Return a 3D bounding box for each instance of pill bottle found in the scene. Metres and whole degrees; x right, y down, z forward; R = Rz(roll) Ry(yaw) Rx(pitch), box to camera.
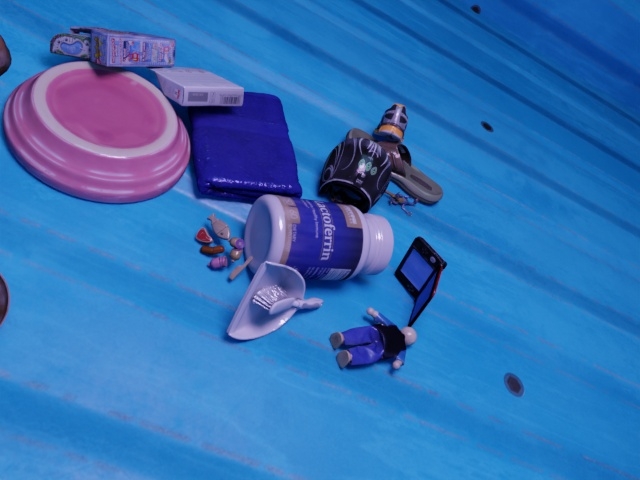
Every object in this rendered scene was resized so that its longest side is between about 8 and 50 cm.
[{"bbox_3d":[0.000,0.000,1.011,0.264,0.153,0.153,5,53,-30],"label":"pill bottle"}]

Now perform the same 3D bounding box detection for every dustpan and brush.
[{"bbox_3d":[-0.059,0.108,0.929,0.060,0.147,0.211,32,13,21],"label":"dustpan and brush"}]

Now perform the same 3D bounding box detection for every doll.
[{"bbox_3d":[0.111,0.189,1.003,0.189,0.046,0.129,-1,57,-33],"label":"doll"}]

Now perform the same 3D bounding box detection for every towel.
[{"bbox_3d":[-0.171,-0.208,1.138,0.227,0.076,0.308,3,52,-25],"label":"towel"}]

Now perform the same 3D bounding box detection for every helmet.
[{"bbox_3d":[0.084,-0.155,1.199,0.169,0.169,0.161,30,61,-8],"label":"helmet"}]

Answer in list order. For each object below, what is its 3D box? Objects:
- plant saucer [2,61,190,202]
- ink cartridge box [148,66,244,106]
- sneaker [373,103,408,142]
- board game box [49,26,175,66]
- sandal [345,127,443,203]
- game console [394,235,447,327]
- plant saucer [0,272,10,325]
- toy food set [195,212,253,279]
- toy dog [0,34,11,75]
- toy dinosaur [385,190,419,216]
[{"bbox_3d":[-0.403,-0.222,0.986,0.332,0.084,0.332,18,47,-20],"label":"plant saucer"},{"bbox_3d":[-0.270,-0.324,1.095,0.145,0.045,0.179,-14,34,-43],"label":"ink cartridge box"},{"bbox_3d":[0.194,-0.309,1.388,0.084,0.083,0.215,17,9,-3],"label":"sneaker"},{"bbox_3d":[-0.416,-0.384,1.035,0.194,0.060,0.194,11,21,4],"label":"board game box"},{"bbox_3d":[0.202,-0.208,1.360,0.302,0.086,0.120,30,44,-8],"label":"sandal"},{"bbox_3d":[0.190,0.086,1.070,0.085,0.144,0.124,-25,63,-32],"label":"game console"},{"bbox_3d":[-0.511,0.088,0.699,0.168,0.029,0.168,18,46,-20],"label":"plant saucer"},{"bbox_3d":[-0.184,0.011,0.954,0.122,0.019,0.078,41,82,18],"label":"toy food set"},{"bbox_3d":[-0.611,-0.263,0.680,0.408,0.395,0.284,30,35,5],"label":"toy dog"},{"bbox_3d":[0.208,-0.107,1.317,0.090,0.047,0.082,48,25,25],"label":"toy dinosaur"}]
